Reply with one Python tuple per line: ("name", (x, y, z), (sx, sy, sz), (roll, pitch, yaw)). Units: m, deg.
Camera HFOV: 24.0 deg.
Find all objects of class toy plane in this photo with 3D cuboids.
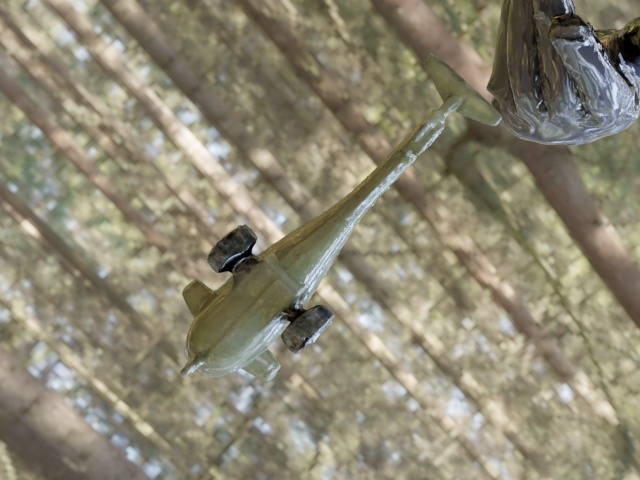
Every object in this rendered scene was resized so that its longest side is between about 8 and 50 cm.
("toy plane", (0.000, 0.000, 1.004), (0.286, 0.092, 0.108), (-47, 175, 31))

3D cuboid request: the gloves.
("gloves", (0.194, -0.126, 1.123), (0.142, 0.285, 0.119), (-14, -104, 12))
